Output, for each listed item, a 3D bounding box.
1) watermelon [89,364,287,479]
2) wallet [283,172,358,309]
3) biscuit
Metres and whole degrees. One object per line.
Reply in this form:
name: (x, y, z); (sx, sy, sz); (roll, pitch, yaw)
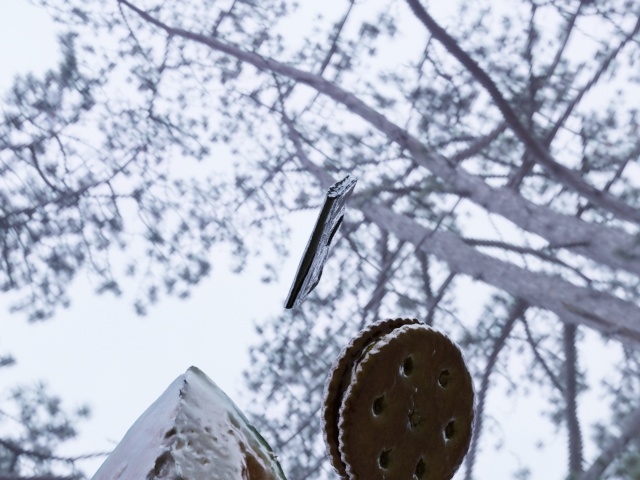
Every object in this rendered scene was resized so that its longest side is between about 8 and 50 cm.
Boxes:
watermelon: (-0.105, 0.262, 0.765); (0.175, 0.322, 0.188); (42, -64, -13)
wallet: (0.000, 0.000, 1.221); (0.082, 0.018, 0.157); (-42, -22, -57)
biscuit: (0.094, 0.200, 1.319); (0.220, 0.066, 0.220); (-4, -84, -40)
